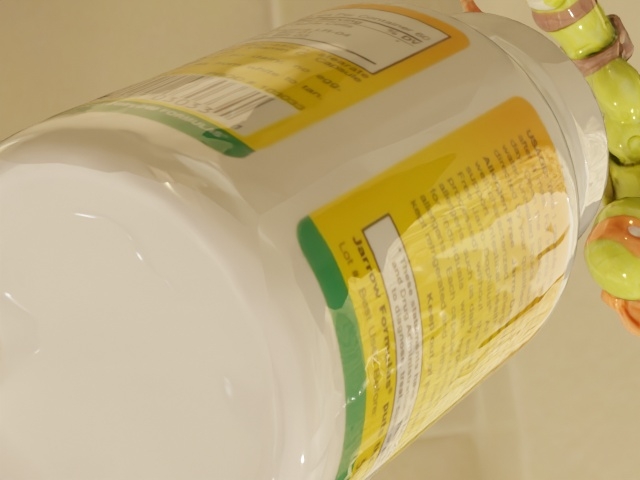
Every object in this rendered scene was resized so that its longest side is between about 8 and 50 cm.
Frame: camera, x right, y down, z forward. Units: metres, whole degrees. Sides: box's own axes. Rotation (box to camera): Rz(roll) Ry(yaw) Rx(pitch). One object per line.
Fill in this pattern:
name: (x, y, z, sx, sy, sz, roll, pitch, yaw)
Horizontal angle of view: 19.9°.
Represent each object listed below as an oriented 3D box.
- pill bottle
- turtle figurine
pill bottle: (0.000, 0.000, 0.497, 0.117, 0.208, 0.118, 11, 114, 28)
turtle figurine: (0.162, -0.032, 0.727, 0.269, 0.217, 0.087, 49, 142, -12)
